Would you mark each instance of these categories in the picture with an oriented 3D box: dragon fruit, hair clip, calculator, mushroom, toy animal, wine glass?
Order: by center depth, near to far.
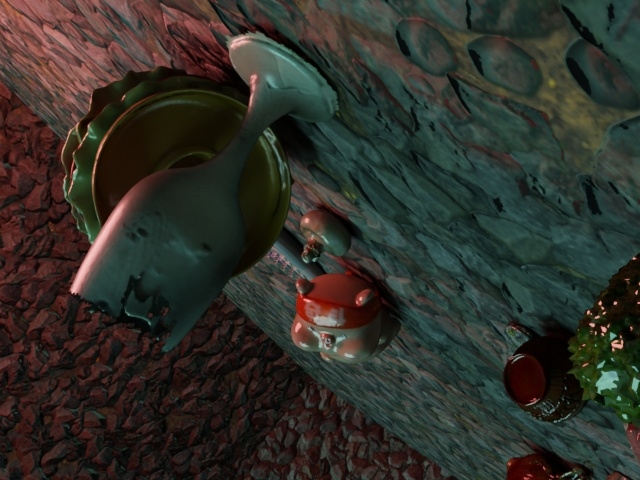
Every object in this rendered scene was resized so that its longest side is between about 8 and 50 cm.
[{"bbox_3d":[-0.116,-0.049,0.756,0.143,0.321,0.143,31,168,7],"label":"wine glass"},{"bbox_3d":[0.285,0.179,1.022,0.066,0.036,0.229,38,169,40],"label":"hair clip"},{"bbox_3d":[0.000,0.000,1.116,0.085,0.079,0.085,35,169,8],"label":"mushroom"},{"bbox_3d":[0.042,0.137,1.312,0.171,0.171,0.197,32,169,32],"label":"toy animal"},{"bbox_3d":[0.433,0.457,1.425,0.125,0.125,0.246,53,151,4],"label":"dragon fruit"},{"bbox_3d":[-0.094,0.006,1.492,0.299,0.041,0.185,45,166,-31],"label":"calculator"}]

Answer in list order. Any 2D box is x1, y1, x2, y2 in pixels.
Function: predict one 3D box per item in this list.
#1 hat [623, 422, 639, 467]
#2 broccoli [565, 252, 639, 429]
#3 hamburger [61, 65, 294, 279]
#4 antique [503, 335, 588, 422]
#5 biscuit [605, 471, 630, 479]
[{"bbox_3d":[0.472,0.332,0.843,0.237,0.107,0.286,9,124,67],"label":"hat"},{"bbox_3d":[0.255,0.110,0.334,0.321,0.283,0.304,25,163,-23],"label":"broccoli"},{"bbox_3d":[-0.182,-0.082,0.951,0.274,0.274,0.212,47,172,-29],"label":"hamburger"},{"bbox_3d":[0.265,0.159,0.873,0.104,0.104,0.104,37,167,10],"label":"antique"},{"bbox_3d":[0.491,0.473,1.273,0.062,0.108,0.239,33,166,37],"label":"biscuit"}]
